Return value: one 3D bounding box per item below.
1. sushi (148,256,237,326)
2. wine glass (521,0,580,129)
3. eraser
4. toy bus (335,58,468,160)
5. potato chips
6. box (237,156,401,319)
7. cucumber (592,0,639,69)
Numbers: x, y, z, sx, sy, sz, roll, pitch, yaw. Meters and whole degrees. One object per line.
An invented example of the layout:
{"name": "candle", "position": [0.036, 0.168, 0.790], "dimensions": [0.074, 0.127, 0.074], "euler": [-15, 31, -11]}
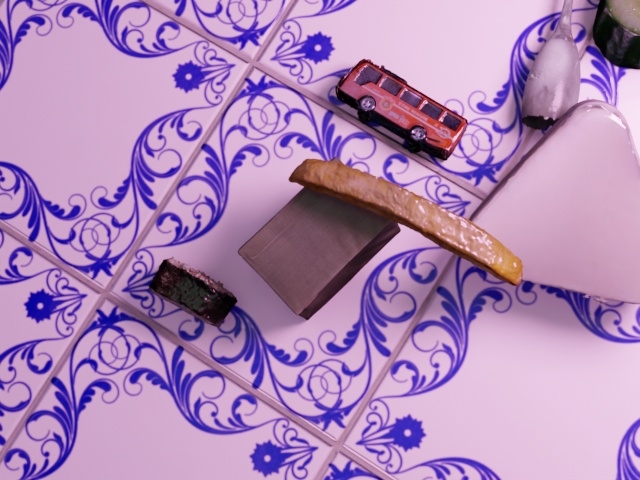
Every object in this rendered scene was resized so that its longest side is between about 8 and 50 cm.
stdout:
{"name": "sushi", "position": [-0.222, 0.089, 1.724], "dimensions": [0.150, 0.090, 0.078], "euler": [29, 82, 13]}
{"name": "wine glass", "position": [0.335, -0.360, 1.725], "dimensions": [0.264, 0.096, 0.309], "euler": [11, 84, 15]}
{"name": "eraser", "position": [0.417, -0.075, 1.593], "dimensions": [0.331, 0.150, 0.331], "euler": [3, 103, 13]}
{"name": "toy bus", "position": [0.141, -0.228, 1.737], "dimensions": [0.235, 0.073, 0.096], "euler": [34, 78, 11]}
{"name": "potato chips", "position": [0.137, -0.043, 1.552], "dimensions": [0.407, 0.080, 0.057], "euler": [25, 75, 9]}
{"name": "box", "position": [0.000, 0.000, 1.676], "dimensions": [0.231, 0.149, 0.155], "euler": [-45, 78, -1]}
{"name": "cucumber", "position": [0.553, -0.391, 1.682], "dimensions": [0.191, 0.130, 0.191], "euler": [-1, 75, 3]}
